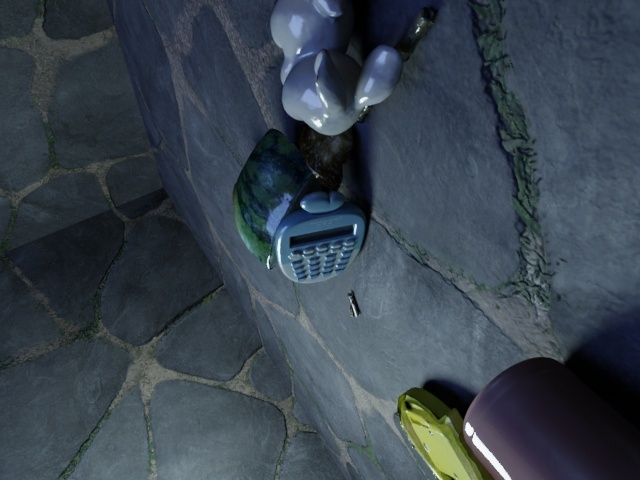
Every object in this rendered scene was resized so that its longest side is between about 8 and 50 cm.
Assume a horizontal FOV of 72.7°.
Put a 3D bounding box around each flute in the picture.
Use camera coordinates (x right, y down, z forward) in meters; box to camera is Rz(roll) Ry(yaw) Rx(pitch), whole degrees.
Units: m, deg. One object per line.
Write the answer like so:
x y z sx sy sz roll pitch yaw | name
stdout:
0.095 -0.238 0.620 0.027 0.027 0.233 59 158 6 | flute

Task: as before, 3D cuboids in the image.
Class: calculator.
0.000 0.000 0.895 0.302 0.189 0.042 93 163 -52 | calculator

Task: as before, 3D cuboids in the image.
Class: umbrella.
0.085 0.170 1.127 0.031 0.020 0.083 27 134 54 | umbrella

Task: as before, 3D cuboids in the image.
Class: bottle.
0.335 0.292 0.501 0.297 0.207 0.173 50 122 54 | bottle

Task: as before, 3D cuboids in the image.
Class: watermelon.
-0.069 -0.105 0.960 0.212 0.201 0.261 53 130 28 | watermelon

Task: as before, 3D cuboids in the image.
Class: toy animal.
0.011 -0.259 0.611 0.178 0.128 0.192 140 117 -65 | toy animal

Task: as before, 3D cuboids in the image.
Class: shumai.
0.021 -0.159 0.801 0.105 0.139 0.123 -1 151 32 | shumai

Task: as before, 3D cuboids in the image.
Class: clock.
0.282 0.443 0.944 0.277 0.071 0.293 62 159 -2 | clock

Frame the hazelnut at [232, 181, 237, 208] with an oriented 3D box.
-0.168 -0.112 1.205 0.154 0.143 0.143 18 134 38 | hazelnut
